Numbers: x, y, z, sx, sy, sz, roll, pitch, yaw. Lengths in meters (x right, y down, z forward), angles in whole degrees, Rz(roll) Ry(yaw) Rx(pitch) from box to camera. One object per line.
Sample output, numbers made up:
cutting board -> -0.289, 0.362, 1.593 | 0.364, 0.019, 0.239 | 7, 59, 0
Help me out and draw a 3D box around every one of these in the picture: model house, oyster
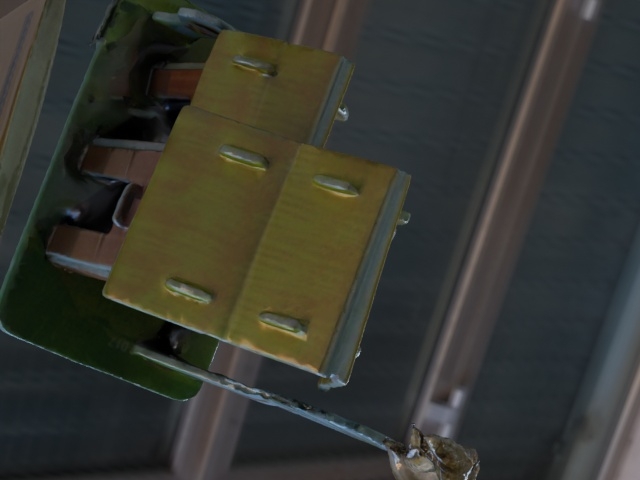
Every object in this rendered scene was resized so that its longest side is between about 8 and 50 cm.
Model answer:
model house -> 0.000, 0.000, 1.220 | 0.340, 0.300, 0.323 | 26, 171, -33
oyster -> 0.065, 0.125, 0.970 | 0.038, 0.081, 0.083 | -33, -145, -14

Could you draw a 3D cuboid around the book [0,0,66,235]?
book -> -0.379, -0.082, 1.611 | 0.032, 0.269, 0.389 | 25, 154, -31
